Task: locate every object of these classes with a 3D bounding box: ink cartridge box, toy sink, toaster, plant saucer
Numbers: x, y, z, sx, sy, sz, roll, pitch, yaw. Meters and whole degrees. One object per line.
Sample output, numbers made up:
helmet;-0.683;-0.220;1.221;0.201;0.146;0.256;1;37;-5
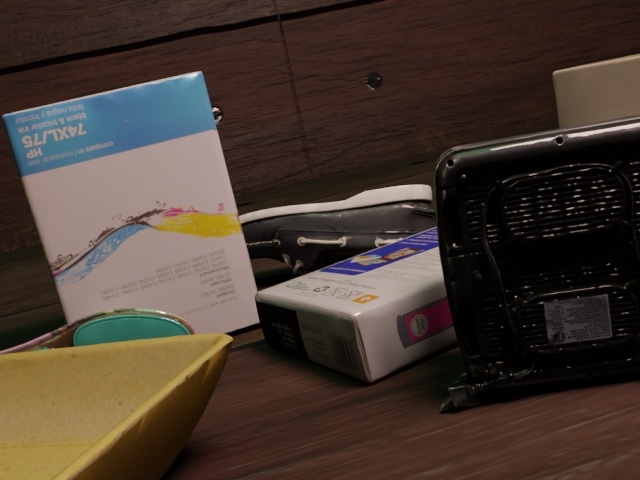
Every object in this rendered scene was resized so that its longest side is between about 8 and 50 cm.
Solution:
ink cartridge box;-0.205;-0.023;0.814;0.197;0.270;0.198;-17;11;-17
toy sink;0.395;-0.143;0.854;0.131;0.153;0.234;-13;9;-11
toaster;0.160;0.009;0.511;0.185;0.168;0.110;-10;8;8
ink cartridge box;0.138;0.025;0.713;0.371;0.069;0.176;-21;12;-28
plant saucer;-0.251;0.158;0.418;0.333;0.081;0.333;-8;12;21

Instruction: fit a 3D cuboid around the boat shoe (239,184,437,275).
boat shoe;0.000;0.000;0.946;0.302;0.091;0.114;-11;-10;16

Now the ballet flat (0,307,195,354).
ballet flat;-0.225;0.114;0.678;0.221;0.077;0.079;-16;-7;-15
